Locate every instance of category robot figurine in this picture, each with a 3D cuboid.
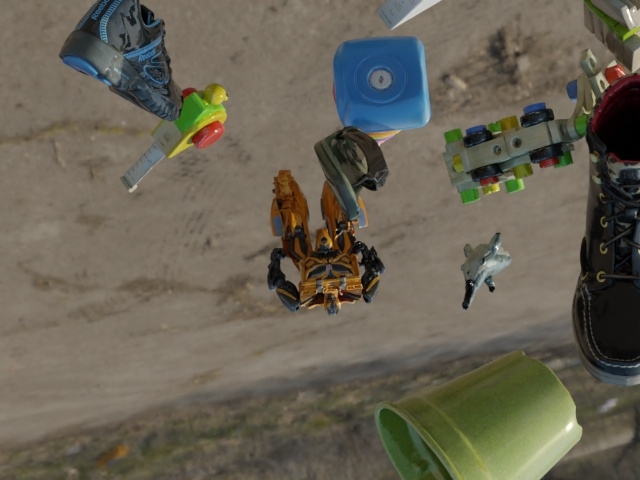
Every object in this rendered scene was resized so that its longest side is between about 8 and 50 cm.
[{"bbox_3d":[0.000,0.000,1.728,0.211,0.291,0.085,-7,145,-6],"label":"robot figurine"}]

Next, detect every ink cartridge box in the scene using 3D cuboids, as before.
[{"bbox_3d":[0.275,-0.562,1.998,0.275,0.060,0.239,-37,-178,-38],"label":"ink cartridge box"}]

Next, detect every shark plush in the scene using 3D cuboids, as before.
[{"bbox_3d":[0.264,0.051,1.520,0.073,0.067,0.161,-29,-163,31],"label":"shark plush"}]

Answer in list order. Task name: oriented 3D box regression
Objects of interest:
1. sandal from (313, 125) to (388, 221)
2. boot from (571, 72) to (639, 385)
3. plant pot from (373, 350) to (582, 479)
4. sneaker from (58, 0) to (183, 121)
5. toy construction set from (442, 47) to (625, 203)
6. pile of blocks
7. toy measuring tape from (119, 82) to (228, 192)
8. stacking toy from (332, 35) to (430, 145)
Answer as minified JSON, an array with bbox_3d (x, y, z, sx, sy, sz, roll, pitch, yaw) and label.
[{"bbox_3d":[0.059,-0.124,1.467,0.086,0.120,0.303,-21,-163,17],"label":"sandal"},{"bbox_3d":[0.428,-0.020,1.342,0.138,0.377,0.284,7,142,21],"label":"boot"},{"bbox_3d":[0.269,0.315,1.549,0.254,0.276,0.276,-30,167,-16],"label":"plant pot"},{"bbox_3d":[-0.271,-0.280,1.477,0.125,0.140,0.341,26,179,9],"label":"sneaker"},{"bbox_3d":[0.324,-0.157,1.485,0.327,0.151,0.215,-35,164,37],"label":"toy construction set"},{"bbox_3d":[0.388,-0.375,1.253,0.112,0.149,0.362,-40,136,6],"label":"pile of blocks"},{"bbox_3d":[-0.281,-0.208,1.924,0.121,0.121,0.330,2,148,-44],"label":"toy measuring tape"},{"bbox_3d":[0.107,-0.246,1.794,0.165,0.175,0.302,-4,168,1],"label":"stacking toy"}]
